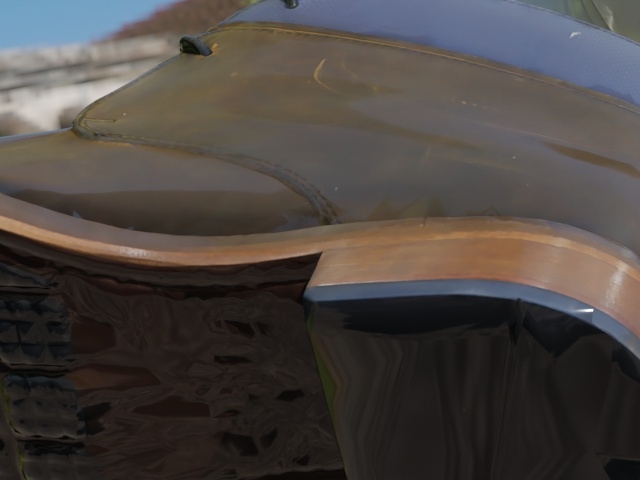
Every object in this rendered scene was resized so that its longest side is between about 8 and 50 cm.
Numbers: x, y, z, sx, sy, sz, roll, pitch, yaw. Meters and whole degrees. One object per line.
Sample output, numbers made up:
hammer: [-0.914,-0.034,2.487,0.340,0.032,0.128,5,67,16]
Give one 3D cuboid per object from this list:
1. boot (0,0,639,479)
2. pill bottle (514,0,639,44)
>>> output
boot: [-0.025,-0.002,0.393,0.219,0.082,0.106,8,37,19]
pill bottle: [0.131,-0.001,0.683,0.229,0.229,0.408,-10,-29,-15]
